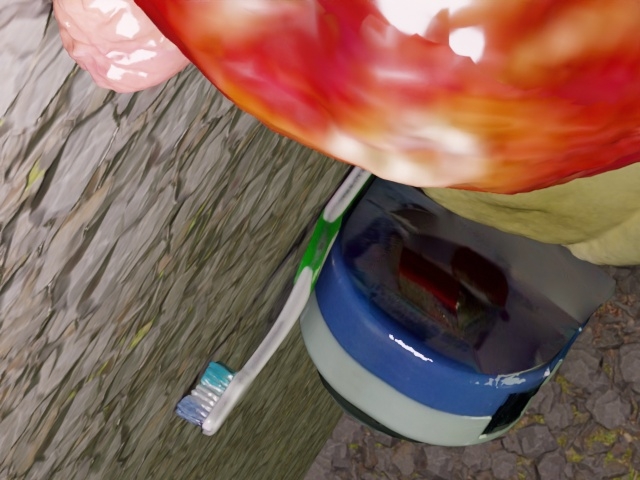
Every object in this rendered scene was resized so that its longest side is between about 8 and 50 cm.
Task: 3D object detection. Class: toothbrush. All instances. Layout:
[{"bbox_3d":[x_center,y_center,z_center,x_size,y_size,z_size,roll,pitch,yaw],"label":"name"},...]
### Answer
[{"bbox_3d":[0.004,0.003,1.587,0.418,0.040,0.042,-54,170,-25],"label":"toothbrush"}]

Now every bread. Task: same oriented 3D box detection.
[{"bbox_3d":[0.224,-0.131,1.531,0.320,0.321,0.237,111,-8,-58],"label":"bread"}]

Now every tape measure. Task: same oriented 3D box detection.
[{"bbox_3d":[0.115,0.075,1.758,0.262,0.259,0.138,-49,169,-44],"label":"tape measure"}]

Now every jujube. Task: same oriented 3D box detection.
[{"bbox_3d":[0.095,-0.182,0.589,0.377,0.276,0.276,-57,173,-27],"label":"jujube"}]

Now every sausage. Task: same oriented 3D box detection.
[{"bbox_3d":[-0.044,-0.119,0.688,0.154,0.062,0.062,-53,171,-32],"label":"sausage"}]
